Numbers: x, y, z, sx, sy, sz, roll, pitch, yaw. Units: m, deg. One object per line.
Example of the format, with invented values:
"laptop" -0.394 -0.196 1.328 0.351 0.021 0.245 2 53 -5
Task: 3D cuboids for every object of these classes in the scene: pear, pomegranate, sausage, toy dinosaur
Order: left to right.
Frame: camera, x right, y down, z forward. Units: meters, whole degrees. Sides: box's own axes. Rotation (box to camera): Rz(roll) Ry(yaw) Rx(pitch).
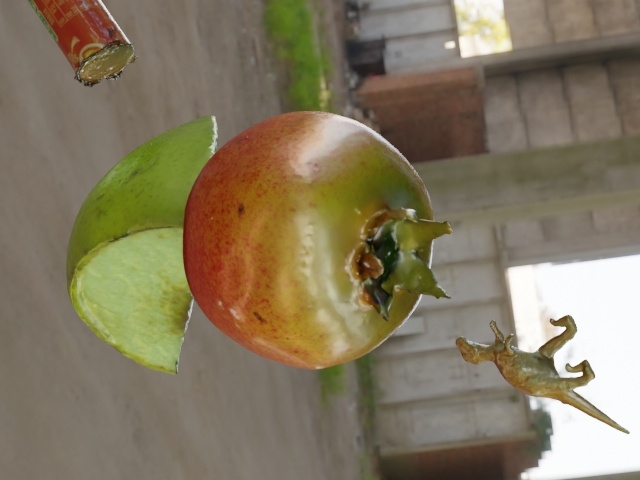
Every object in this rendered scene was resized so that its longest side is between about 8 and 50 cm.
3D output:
"sausage" -0.309 -0.297 1.355 0.264 0.083 0.083 55 -1 14
"pear" -0.177 -0.031 1.244 0.288 0.139 0.239 108 -4 -52
"pomegranate" 0.000 0.000 1.002 0.221 0.257 0.221 -4 97 -41
"toy dinosaur" 0.224 0.148 1.210 0.162 0.126 0.039 63 27 -8
